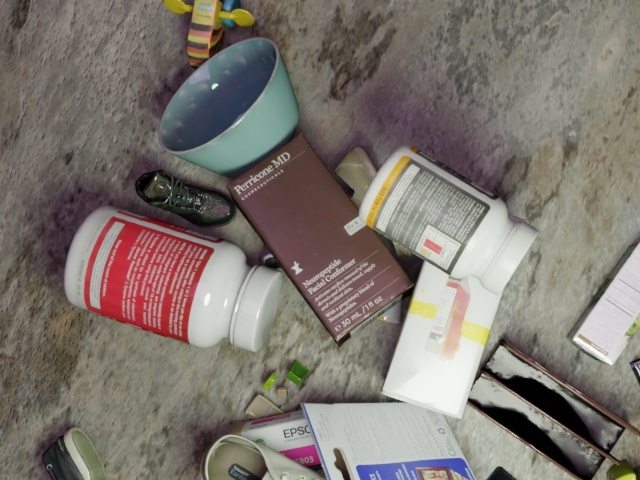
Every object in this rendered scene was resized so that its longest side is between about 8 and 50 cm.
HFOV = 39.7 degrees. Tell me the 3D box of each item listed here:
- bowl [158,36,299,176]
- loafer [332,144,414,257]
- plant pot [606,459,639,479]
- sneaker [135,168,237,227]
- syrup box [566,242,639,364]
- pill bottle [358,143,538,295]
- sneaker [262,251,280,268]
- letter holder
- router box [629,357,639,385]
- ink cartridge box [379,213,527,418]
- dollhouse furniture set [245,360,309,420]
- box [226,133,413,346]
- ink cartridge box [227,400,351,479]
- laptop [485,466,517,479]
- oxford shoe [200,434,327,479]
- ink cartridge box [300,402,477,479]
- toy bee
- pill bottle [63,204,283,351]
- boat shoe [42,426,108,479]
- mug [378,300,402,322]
[{"bbox_3d":[-0.168,-0.252,1.839,0.311,0.163,0.311,-24,41,23],"label":"bowl"},{"bbox_3d":[0.112,-0.070,1.856,0.092,0.102,0.268,-30,72,5],"label":"loafer"},{"bbox_3d":[0.648,0.525,1.657,0.207,0.227,0.228,1,85,14],"label":"plant pot"},{"bbox_3d":[-0.295,-0.089,1.895,0.227,0.130,0.087,21,89,7],"label":"sneaker"},{"bbox_3d":[0.598,0.128,1.765,0.096,0.093,0.237,34,89,9],"label":"syrup box"},{"bbox_3d":[0.218,-0.033,1.518,0.278,0.162,0.162,33,89,11],"label":"pill bottle"},{"bbox_3d":[-0.035,-0.014,1.883,0.211,0.080,0.081,-33,74,-6],"label":"sneaker"},{"bbox_3d":[0.440,0.336,1.704,0.302,0.214,0.152,34,89,10],"label":"letter holder"},{"bbox_3d":[0.727,0.270,1.757,0.179,0.046,0.133,-23,81,5],"label":"router box"},{"bbox_3d":[0.255,0.131,1.721,0.160,0.279,0.384,19,87,8],"label":"ink cartridge box"},{"bbox_3d":[-0.089,0.325,1.877,0.076,0.058,0.151,37,109,3],"label":"dollhouse furniture set"},{"bbox_3d":[0.000,0.000,1.768,0.191,0.143,0.381,-36,78,-5],"label":"box"},{"bbox_3d":[-0.054,0.453,1.812,0.235,0.088,0.193,-14,93,7],"label":"ink cartridge box"},{"bbox_3d":[0.422,0.748,1.765,0.408,0.236,0.382,39,91,-19],"label":"laptop"},{"bbox_3d":[-0.038,0.491,1.647,0.449,0.130,0.169,22,67,18],"label":"oxford shoe"},{"bbox_3d":[0.135,0.431,1.655,0.307,0.303,0.072,2,128,-22],"label":"ink cartridge box"},{"bbox_3d":[-0.247,-0.528,1.918,0.195,0.162,0.298,-9,83,9],"label":"toy bee"},{"bbox_3d":[-0.296,0.086,1.826,0.408,0.229,0.229,17,87,10],"label":"pill bottle"},{"bbox_3d":[-0.490,0.568,1.856,0.113,0.127,0.340,-30,79,5],"label":"boat shoe"},{"bbox_3d":[0.135,0.132,1.848,0.078,0.062,0.064,14,78,3],"label":"mug"}]
